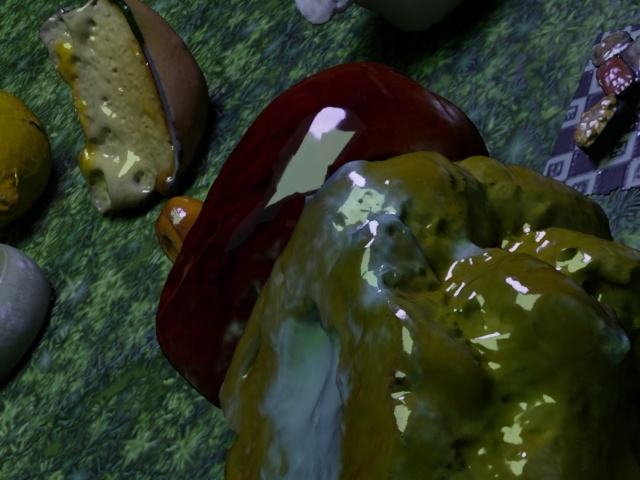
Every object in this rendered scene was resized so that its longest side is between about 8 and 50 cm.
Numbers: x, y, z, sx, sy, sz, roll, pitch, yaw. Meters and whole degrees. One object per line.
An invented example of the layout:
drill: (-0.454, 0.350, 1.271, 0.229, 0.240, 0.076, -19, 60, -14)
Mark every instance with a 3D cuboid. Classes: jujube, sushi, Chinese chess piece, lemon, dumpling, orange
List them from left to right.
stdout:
Chinese chess piece: (-0.389, 0.091, 1.926, 0.188, 0.083, 0.188, -35, 31, 25)
lemon: (-0.415, -0.099, 2.096, 0.173, 0.173, 0.206, -47, 46, 0)
orange: (-0.130, -0.009, 1.728, 0.062, 0.086, 0.086, -33, 25, -23)
jujube: (0.000, 0.000, 1.442, 0.318, 0.223, 0.223, -52, 30, 6)
dumpling: (0.097, -0.299, 1.736, 0.227, 0.243, 0.175, -160, 70, -76)
sushi: (0.248, -0.121, 1.425, 0.139, 0.031, 0.201, -9, 47, 46)

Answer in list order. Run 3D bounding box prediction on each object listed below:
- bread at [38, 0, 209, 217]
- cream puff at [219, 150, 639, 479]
bread: (-0.202, -0.159, 1.944, 0.174, 0.251, 0.133, -22, -5, 38)
cream puff: (0.106, 0.118, 1.132, 0.378, 0.275, 0.378, -36, 49, 56)
